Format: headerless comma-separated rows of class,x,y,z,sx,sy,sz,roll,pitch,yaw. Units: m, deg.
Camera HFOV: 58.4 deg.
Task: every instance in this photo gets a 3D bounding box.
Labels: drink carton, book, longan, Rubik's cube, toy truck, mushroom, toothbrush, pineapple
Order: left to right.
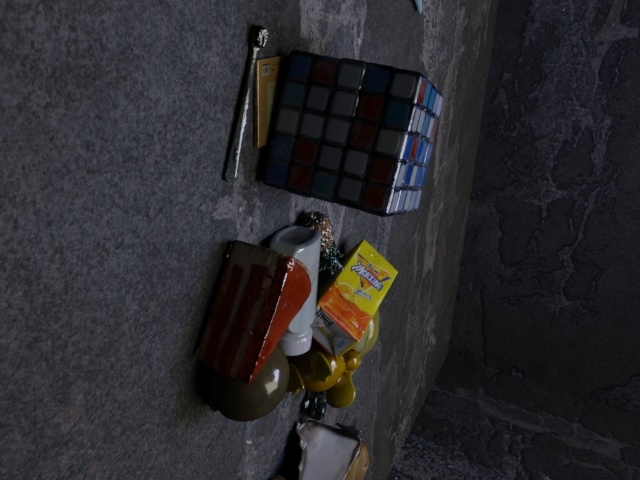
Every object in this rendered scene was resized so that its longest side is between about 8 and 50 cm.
longan,-0.160,0.293,1.206,0.159,0.204,0.185,46,16,-26
toothbrush,-0.142,-0.255,1.082,0.030,0.030,0.297,7,100,-40
book,-0.100,-0.286,1.173,0.118,0.012,0.172,-37,136,-55
pineapple,0.000,0.001,1.473,0.083,0.103,0.221,-51,144,-23
toy truck,0.003,0.444,1.766,0.088,0.074,0.202,37,69,-74
mushroom,0.007,0.765,1.767,0.397,0.224,0.314,76,35,-50
drink carton,0.087,0.155,1.609,0.111,0.154,0.351,-44,-176,37
Rubik's cube,0.080,-0.224,1.251,0.287,0.292,0.293,-11,116,-68

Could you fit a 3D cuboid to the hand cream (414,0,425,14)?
hand cream,0.275,-0.764,1.663,0.331,0.058,0.085,10,93,-66

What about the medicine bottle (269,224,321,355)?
medicine bottle,-0.066,0.123,1.372,0.161,0.111,0.296,-42,139,-59

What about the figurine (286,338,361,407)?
figurine,0.016,0.353,1.613,0.228,0.215,0.215,39,66,-39

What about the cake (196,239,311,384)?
cake,-0.132,0.147,1.183,0.159,0.158,0.262,26,82,-65

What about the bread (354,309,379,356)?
bread,0.114,0.260,1.788,0.158,0.156,0.261,0,104,-64
